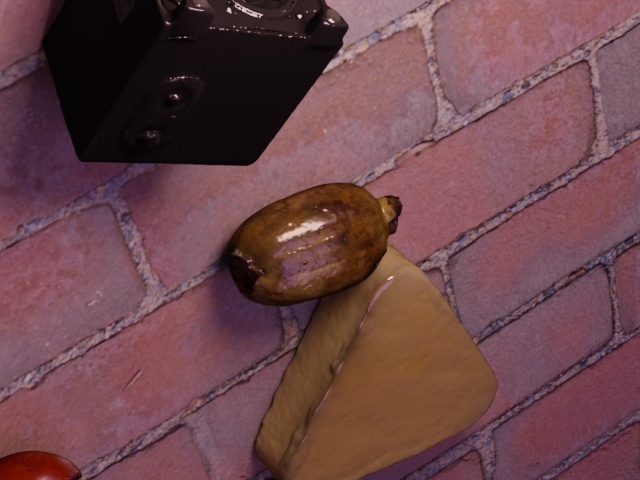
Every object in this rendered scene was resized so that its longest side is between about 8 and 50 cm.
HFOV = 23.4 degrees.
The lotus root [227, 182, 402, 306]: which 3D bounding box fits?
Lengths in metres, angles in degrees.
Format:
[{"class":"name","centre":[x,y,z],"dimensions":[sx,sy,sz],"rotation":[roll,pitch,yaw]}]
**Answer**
[{"class":"lotus root","centre":[0.000,0.000,2.010],"dimensions":[0.260,0.128,0.145],"rotation":[-23,121,-26]}]

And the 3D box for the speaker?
[{"class":"speaker","centre":[-0.132,-0.217,1.661],"dimensions":[0.232,0.184,0.254],"rotation":[-1,146,-37]}]

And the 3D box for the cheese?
[{"class":"cheese","centre":[0.112,0.201,2.248],"dimensions":[0.384,0.104,0.384],"rotation":[-20,129,-27]}]

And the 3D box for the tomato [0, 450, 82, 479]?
[{"class":"tomato","centre":[-0.393,0.326,1.957],"dimensions":[0.173,0.099,0.189],"rotation":[-41,177,-28]}]
